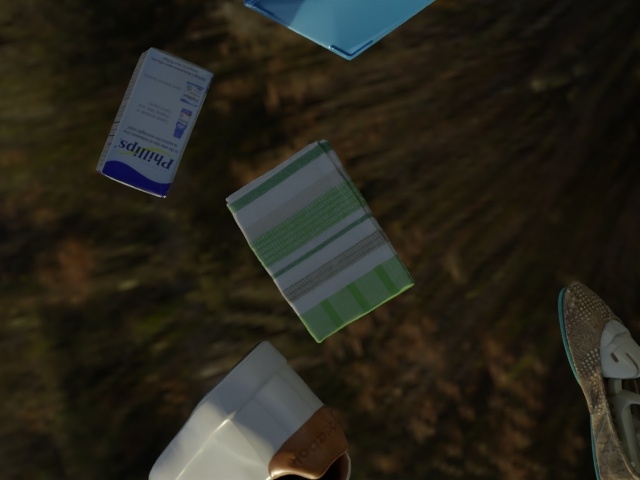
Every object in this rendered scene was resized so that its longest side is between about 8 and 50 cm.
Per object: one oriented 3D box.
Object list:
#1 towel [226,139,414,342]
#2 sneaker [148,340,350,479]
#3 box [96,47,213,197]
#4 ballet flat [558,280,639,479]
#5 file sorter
[{"bbox_3d":[0.000,0.000,1.724,0.113,0.023,0.152,-32,93,23],"label":"towel"},{"bbox_3d":[-0.050,0.174,1.509,0.123,0.106,0.290,43,161,3],"label":"sneaker"},{"bbox_3d":[-0.169,-0.119,2.009,0.126,0.072,0.137,-159,91,-81],"label":"box"},{"bbox_3d":[0.265,0.131,1.744,0.067,0.073,0.206,-5,109,39],"label":"ballet flat"},{"bbox_3d":[0.036,-0.237,1.472,0.170,0.118,0.104,-33,53,31],"label":"file sorter"}]
